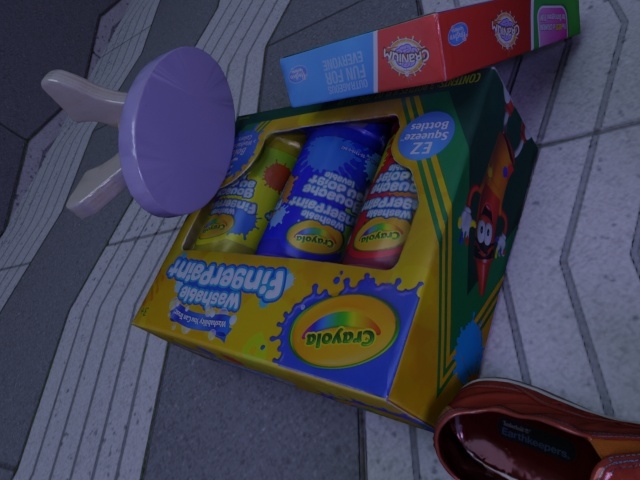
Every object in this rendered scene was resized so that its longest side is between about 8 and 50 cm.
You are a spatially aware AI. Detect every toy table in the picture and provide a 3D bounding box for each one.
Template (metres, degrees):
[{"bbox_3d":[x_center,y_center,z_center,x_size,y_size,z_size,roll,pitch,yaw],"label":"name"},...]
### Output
[{"bbox_3d":[-0.241,-0.143,0.723,0.160,0.252,0.274,-9,37,25],"label":"toy table"}]

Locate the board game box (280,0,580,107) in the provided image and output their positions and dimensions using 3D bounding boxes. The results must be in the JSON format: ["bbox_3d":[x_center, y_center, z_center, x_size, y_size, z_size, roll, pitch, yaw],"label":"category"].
[{"bbox_3d":[0.144,-0.249,0.663,0.316,0.064,0.242,-28,23,-36],"label":"board game box"}]

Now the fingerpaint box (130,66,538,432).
[{"bbox_3d":[0.000,0.000,0.680,0.444,0.163,0.371,4,64,43],"label":"fingerpaint box"}]

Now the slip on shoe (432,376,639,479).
[{"bbox_3d":[0.227,0.183,0.367,0.331,0.101,0.123,8,100,45],"label":"slip on shoe"}]
